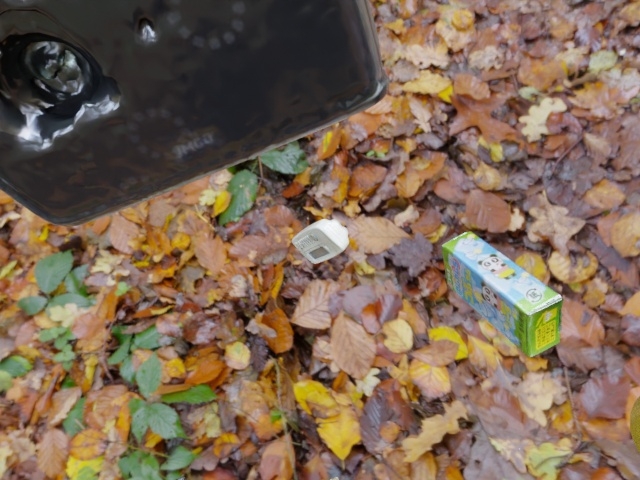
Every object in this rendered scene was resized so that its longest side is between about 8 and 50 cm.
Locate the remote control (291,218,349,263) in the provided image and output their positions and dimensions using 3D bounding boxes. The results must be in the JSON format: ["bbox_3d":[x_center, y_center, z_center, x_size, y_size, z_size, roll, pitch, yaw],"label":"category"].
[{"bbox_3d":[-0.001,0.001,1.032,0.090,0.230,0.049,42,70,-7],"label":"remote control"}]

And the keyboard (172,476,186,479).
[{"bbox_3d":[-0.217,0.468,0.707,0.060,0.018,0.195,-14,35,-28],"label":"keyboard"}]

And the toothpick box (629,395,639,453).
[{"bbox_3d":[0.582,0.260,0.636,0.175,0.271,0.174,-7,56,11],"label":"toothpick box"}]

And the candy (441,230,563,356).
[{"bbox_3d":[0.272,0.076,0.683,0.062,0.097,0.194,-27,37,-9],"label":"candy"}]

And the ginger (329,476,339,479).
[{"bbox_3d":[-0.003,0.778,1.245,0.059,0.133,0.214,13,50,48],"label":"ginger"}]

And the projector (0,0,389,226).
[{"bbox_3d":[-0.164,-0.264,0.492,0.396,0.242,0.405,-20,48,11],"label":"projector"}]
